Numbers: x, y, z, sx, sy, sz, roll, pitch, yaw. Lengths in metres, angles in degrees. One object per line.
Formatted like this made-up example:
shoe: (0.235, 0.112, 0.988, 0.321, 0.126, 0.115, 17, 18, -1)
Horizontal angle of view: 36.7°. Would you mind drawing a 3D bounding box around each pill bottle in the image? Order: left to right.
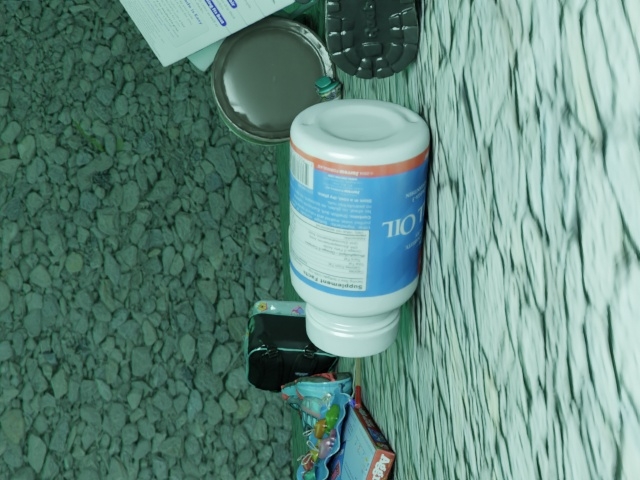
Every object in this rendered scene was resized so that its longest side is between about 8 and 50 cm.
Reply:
pill bottle: (0.033, -0.007, 0.890, 0.124, 0.124, 0.221, -100, 9, -58)

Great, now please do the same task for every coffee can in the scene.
coffee can: (-0.087, -0.267, 1.685, 0.275, 0.202, 0.201, -144, 52, -84)

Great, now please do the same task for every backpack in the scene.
backpack: (-0.057, 0.194, 1.732, 0.188, 0.166, 0.144, 100, 169, -52)

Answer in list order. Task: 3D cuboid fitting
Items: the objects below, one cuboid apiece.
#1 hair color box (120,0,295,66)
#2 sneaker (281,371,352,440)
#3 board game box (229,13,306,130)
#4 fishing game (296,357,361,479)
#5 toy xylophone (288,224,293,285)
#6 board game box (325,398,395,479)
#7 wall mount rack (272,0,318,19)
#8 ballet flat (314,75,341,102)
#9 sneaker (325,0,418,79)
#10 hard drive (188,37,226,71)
hair color box: (-0.168, -0.411, 1.482, 0.339, 0.110, 0.185, -11, 119, 48)
sneaker: (-0.006, 0.284, 1.559, 0.262, 0.104, 0.125, 110, 156, -77)
board game box: (-0.104, -0.351, 1.980, 0.303, 0.098, 0.223, -47, -44, -73)
fishing game: (-0.006, 0.281, 1.349, 0.189, 0.041, 0.264, -82, 15, -64)
toy xylophone: (0.000, 0.000, 1.495, 0.322, 0.081, 0.236, 97, 169, -62)
board game box: (0.039, 0.299, 1.226, 0.281, 0.027, 0.145, -151, 81, -84)
wall mount rack: (-0.130, -0.570, 1.764, 0.304, 0.130, 0.350, 31, -137, -44)
ballet flat: (0.017, -0.230, 1.503, 0.114, 0.041, 0.041, -111, 20, -71)
sneaker: (0.040, -0.290, 0.842, 0.283, 0.107, 0.124, 94, 178, -47)
hard drive: (-0.195, -0.440, 1.601, 0.040, 0.210, 0.319, -51, 10, -36)
